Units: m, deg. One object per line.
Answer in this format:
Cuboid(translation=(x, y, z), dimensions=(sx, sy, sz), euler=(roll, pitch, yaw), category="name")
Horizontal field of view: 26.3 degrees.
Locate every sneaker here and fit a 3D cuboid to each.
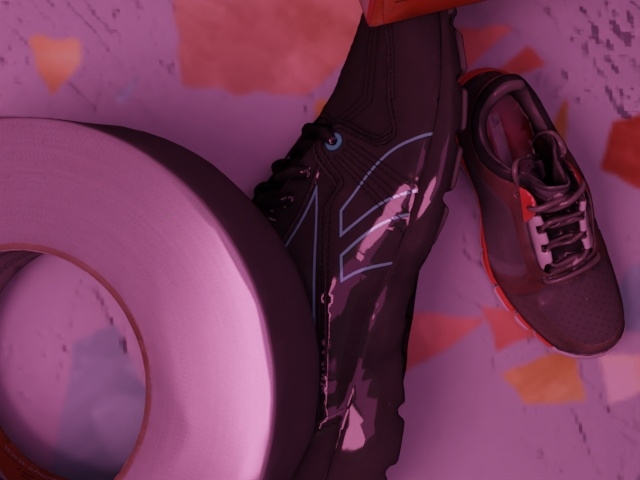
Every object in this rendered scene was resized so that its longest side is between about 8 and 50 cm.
Cuboid(translation=(0.000, 0.000, 0.635), dimensions=(0.106, 0.101, 0.267), euler=(12, 88, -6), category="sneaker")
Cuboid(translation=(0.107, -0.011, 0.668), dimensions=(0.061, 0.065, 0.158), euler=(-28, 95, -8), category="sneaker")

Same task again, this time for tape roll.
Cuboid(translation=(-0.113, 0.057, 0.591), dimensions=(0.219, 0.072, 0.219), euler=(1, 93, 15), category="tape roll")

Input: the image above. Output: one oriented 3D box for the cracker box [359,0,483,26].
Cuboid(translation=(0.064, -0.226, 0.621), dimensions=(0.155, 0.067, 0.232), euler=(-15, 71, -8), category="cracker box")
